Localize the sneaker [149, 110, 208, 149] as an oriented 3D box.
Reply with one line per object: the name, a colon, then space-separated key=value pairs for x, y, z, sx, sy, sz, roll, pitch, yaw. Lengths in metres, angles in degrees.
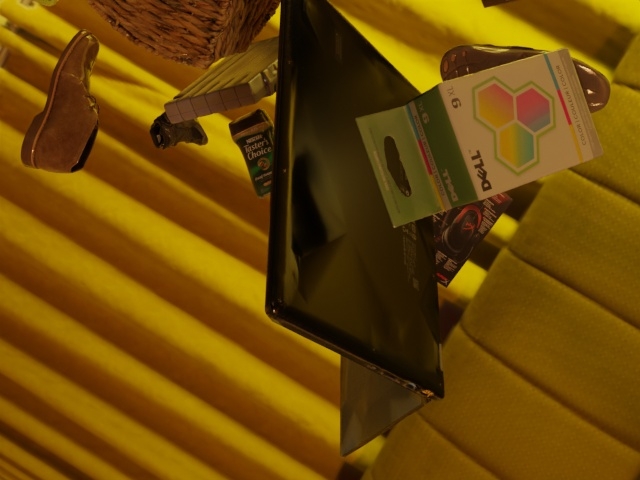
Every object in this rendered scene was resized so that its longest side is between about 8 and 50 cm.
sneaker: x=-0.387 y=-0.295 z=2.109 sx=0.130 sy=0.087 sz=0.227 roll=-32 pitch=-12 yaw=4

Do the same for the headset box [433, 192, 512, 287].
headset box: x=0.289 y=-0.068 z=1.797 sx=0.293 sy=0.218 sz=0.110 roll=-54 pitch=38 yaw=7

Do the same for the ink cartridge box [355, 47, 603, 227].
ink cartridge box: x=0.149 y=-0.096 z=0.710 sx=0.209 sy=0.108 sz=0.062 roll=-19 pitch=0 yaw=-24

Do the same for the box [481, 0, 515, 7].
box: x=0.376 y=-0.451 z=1.259 sx=0.225 sy=0.036 sz=0.136 roll=-42 pitch=27 yaw=-25

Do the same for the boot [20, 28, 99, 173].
boot: x=-0.475 y=-0.270 z=1.529 sx=0.112 sy=0.115 sz=0.305 roll=92 pitch=-168 yaw=-73

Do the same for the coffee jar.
coffee jar: x=-0.128 y=-0.192 z=1.709 sx=0.096 sy=0.184 sz=0.079 roll=-24 pitch=1 yaw=14

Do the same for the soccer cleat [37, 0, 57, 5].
soccer cleat: x=-0.507 y=-0.561 z=1.373 sx=0.121 sy=0.094 sz=0.289 roll=-61 pitch=-28 yaw=-43

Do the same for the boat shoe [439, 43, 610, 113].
boat shoe: x=0.439 y=-0.362 z=1.658 sx=0.130 sy=0.356 sz=0.132 roll=-53 pitch=-24 yaw=-54

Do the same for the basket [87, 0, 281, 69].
basket: x=-0.212 y=-0.427 z=1.227 sx=0.223 sy=0.299 sz=0.213 roll=-47 pitch=-12 yaw=-46

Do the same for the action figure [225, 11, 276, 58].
action figure: x=-0.203 y=-0.702 z=2.137 sx=0.341 sy=0.179 sz=0.330 roll=104 pitch=176 yaw=-65

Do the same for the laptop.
laptop: x=0.000 y=0.000 z=0.873 sx=0.236 sy=0.408 sz=0.381 roll=-20 pitch=55 yaw=32

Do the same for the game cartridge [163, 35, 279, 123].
game cartridge: x=-0.154 y=-0.361 z=1.679 sx=0.355 sy=0.230 sz=0.068 roll=-55 pitch=-46 yaw=-49
